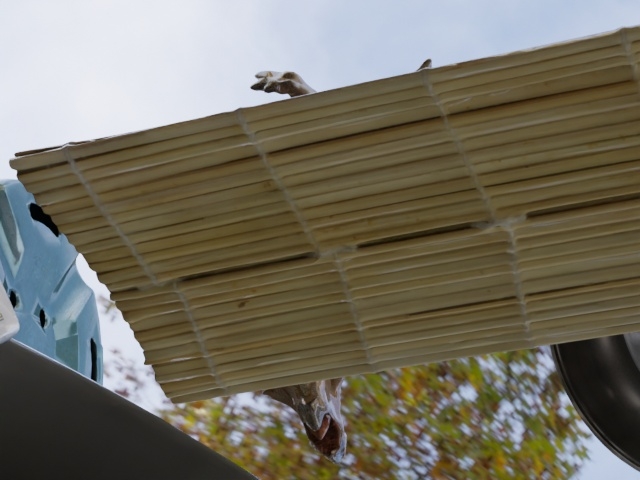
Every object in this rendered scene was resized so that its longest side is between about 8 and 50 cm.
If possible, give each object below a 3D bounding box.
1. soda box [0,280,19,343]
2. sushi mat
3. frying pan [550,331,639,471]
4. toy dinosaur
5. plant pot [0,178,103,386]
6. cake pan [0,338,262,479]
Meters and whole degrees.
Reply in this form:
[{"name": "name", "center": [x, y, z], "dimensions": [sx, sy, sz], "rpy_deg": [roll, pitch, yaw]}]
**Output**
[{"name": "soda box", "center": [-0.164, -0.056, 0.378], "dimensions": [0.074, 0.069, 0.216], "rpy_deg": [-27, -83, -25]}, {"name": "sushi mat", "center": [0.061, -0.008, 0.513], "dimensions": [0.317, 0.151, 0.019], "rpy_deg": [-10, -137, 15]}, {"name": "frying pan", "center": [0.308, 0.086, 1.027], "dimensions": [0.326, 0.053, 0.197], "rpy_deg": [9, -119, -24]}, {"name": "toy dinosaur", "center": [0.000, 0.000, 1.024], "dimensions": [0.127, 0.200, 0.295], "rpy_deg": [2, -135, 37]}, {"name": "plant pot", "center": [-0.373, 0.094, 1.113], "dimensions": [0.334, 0.341, 0.341], "rpy_deg": [-8, -109, 13]}, {"name": "cake pan", "center": [-0.112, 0.060, 0.387], "dimensions": [0.293, 0.293, 0.054], "rpy_deg": [26, -94, 23]}]
